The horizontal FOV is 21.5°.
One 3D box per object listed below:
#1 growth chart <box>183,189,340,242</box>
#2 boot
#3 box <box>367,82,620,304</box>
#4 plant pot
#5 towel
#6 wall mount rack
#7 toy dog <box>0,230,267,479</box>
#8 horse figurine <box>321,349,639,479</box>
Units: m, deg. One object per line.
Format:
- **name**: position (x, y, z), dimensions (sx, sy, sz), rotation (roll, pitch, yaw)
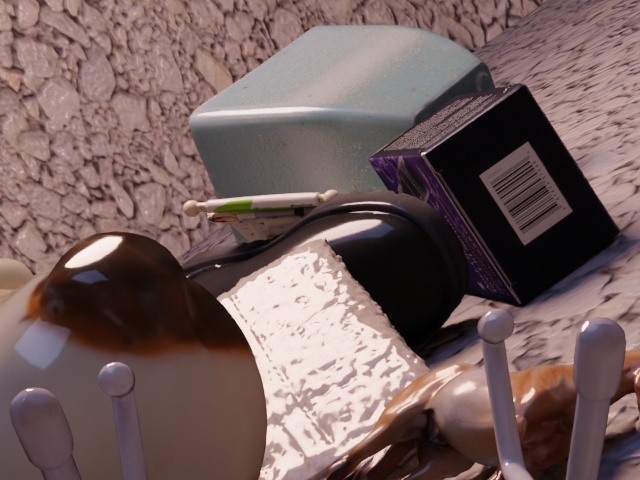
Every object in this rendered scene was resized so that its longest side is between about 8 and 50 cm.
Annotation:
- **growth chart**: position (0.000, 0.000, 1.589), dimensions (0.172, 0.021, 0.237), rotation (-6, -23, 24)
- **boot**: position (-0.120, 0.148, 1.376), dimensions (0.367, 0.146, 0.445), rotation (-21, 15, 47)
- **box**: position (0.143, -0.040, 1.450), dimensions (0.108, 0.153, 0.207), rotation (-35, 7, -8)
- **plant pot**: position (0.064, -0.083, 1.778), dimensions (0.252, 0.247, 0.248), rotation (-2, 27, 42)
- **towel**: position (-0.024, 0.109, 1.214), dimensions (0.187, 0.049, 0.282), rotation (-30, 33, -5)
- **wall mount rack**: position (0.002, 0.099, 0.737), dimensions (0.350, 0.130, 0.304), rotation (-8, 2, -2)
- **toy dog**: position (-0.236, 0.123, 1.022), dimensions (0.408, 0.284, 0.395), rotation (-14, 1, 4)
- **horse figurine**: position (0.085, 0.124, 0.994), dimensions (0.174, 0.066, 0.263), rotation (-45, 15, -31)
